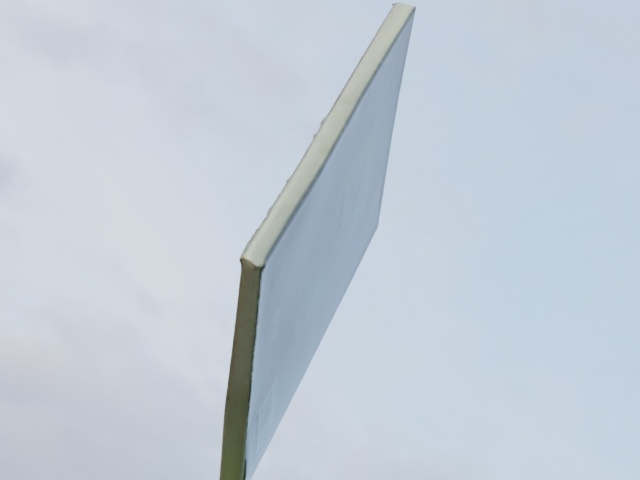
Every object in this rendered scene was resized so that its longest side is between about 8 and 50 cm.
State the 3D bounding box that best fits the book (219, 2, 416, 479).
[{"bbox_3d":[0.000,0.000,0.956,0.021,0.310,0.217,17,-48,11],"label":"book"}]
